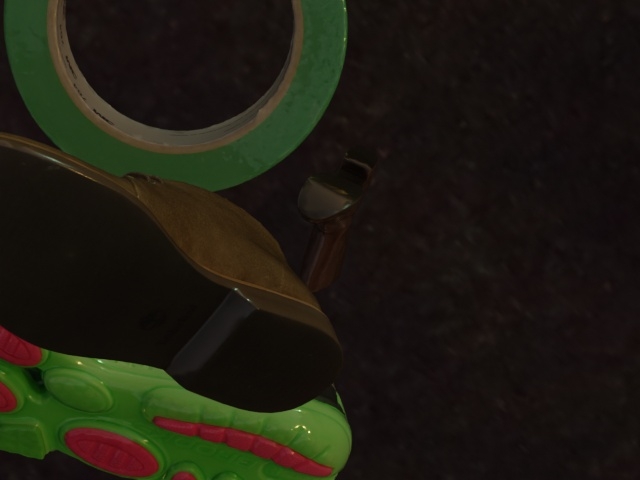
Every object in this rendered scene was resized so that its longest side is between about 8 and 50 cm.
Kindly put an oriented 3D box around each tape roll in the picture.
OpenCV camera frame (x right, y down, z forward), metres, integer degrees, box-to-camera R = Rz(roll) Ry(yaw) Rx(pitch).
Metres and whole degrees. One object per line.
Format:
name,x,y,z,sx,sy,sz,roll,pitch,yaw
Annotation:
tape roll,-0.135,-0.206,1.609,0.321,0.321,0.077,-38,12,8

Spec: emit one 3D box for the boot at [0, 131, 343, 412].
boot,-0.120,0.003,1.021,0.112,0.305,0.115,-41,42,22

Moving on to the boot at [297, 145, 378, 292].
boot,0.000,0.000,1.203,0.037,0.106,0.114,31,126,13

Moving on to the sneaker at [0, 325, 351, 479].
sneaker,-0.197,0.068,1.399,0.185,0.483,0.202,-50,21,32
